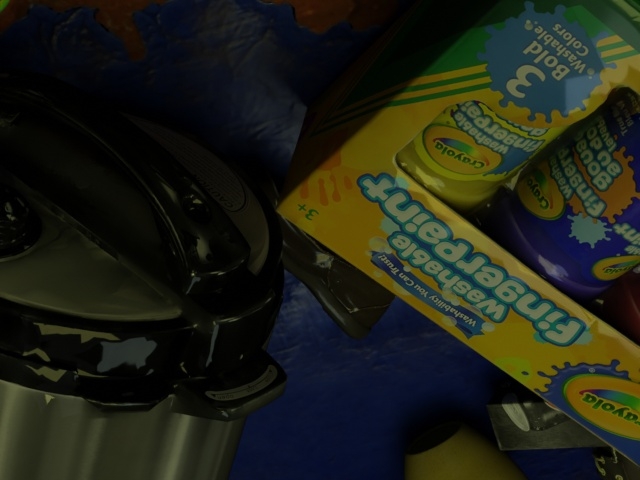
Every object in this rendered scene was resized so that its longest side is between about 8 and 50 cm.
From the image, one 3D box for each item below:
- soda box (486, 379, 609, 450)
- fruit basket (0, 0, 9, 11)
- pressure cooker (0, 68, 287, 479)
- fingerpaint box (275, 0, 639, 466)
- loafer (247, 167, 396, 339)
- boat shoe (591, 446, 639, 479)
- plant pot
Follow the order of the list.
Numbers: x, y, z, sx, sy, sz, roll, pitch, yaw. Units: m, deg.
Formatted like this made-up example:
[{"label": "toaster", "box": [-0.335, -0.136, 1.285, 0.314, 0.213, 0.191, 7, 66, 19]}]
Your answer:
[{"label": "soda box", "box": [0.259, 0.174, 1.738, 0.169, 0.053, 0.060, -7, 112, 28]}, {"label": "fruit basket", "box": [-0.202, -0.336, 1.195, 0.283, 0.392, 0.392, -9, 124, -1]}, {"label": "pressure cooker", "box": [-0.221, 0.072, 1.464, 0.370, 0.375, 0.420, 10, 123, -9]}, {"label": "fingerpaint box", "box": [0.252, -0.046, 1.480, 0.445, 0.163, 0.371, 36, 129, -17]}, {"label": "loafer", "box": [0.000, 0.000, 1.630, 0.078, 0.080, 0.220, -37, 126, 6]}, {"label": "boat shoe", "box": [0.328, 0.242, 1.821, 0.069, 0.081, 0.227, -19, 117, 18]}, {"label": "plant pot", "box": [0.140, 0.245, 1.785, 0.134, 0.134, 0.095, -27, 100, 11]}]
